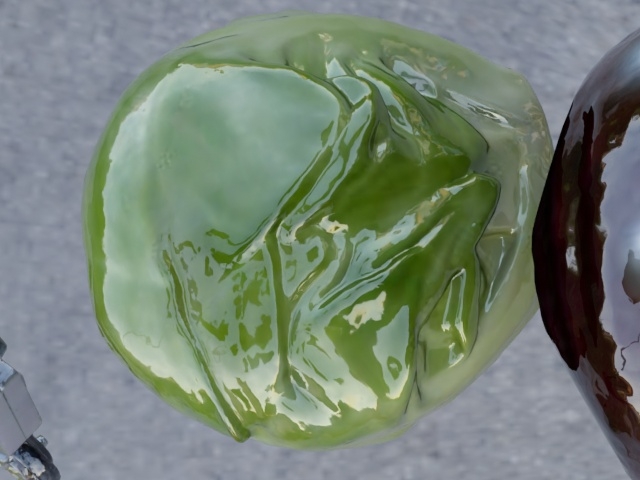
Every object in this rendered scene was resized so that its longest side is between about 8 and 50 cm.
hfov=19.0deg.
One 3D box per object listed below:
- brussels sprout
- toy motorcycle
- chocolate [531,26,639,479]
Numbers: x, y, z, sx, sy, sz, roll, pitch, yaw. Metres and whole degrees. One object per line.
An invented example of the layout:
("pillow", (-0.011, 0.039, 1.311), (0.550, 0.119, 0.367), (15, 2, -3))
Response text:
("brussels sprout", (0.000, 0.000, 1.264), (0.247, 0.328, 0.328), (19, 98, 65))
("toy motorcycle", (-0.280, 0.104, 1.455), (0.152, 0.225, 0.073), (26, 63, 34))
("chocolate", (0.292, 0.019, 1.037), (0.331, 0.384, 0.383), (-20, 76, 18))
